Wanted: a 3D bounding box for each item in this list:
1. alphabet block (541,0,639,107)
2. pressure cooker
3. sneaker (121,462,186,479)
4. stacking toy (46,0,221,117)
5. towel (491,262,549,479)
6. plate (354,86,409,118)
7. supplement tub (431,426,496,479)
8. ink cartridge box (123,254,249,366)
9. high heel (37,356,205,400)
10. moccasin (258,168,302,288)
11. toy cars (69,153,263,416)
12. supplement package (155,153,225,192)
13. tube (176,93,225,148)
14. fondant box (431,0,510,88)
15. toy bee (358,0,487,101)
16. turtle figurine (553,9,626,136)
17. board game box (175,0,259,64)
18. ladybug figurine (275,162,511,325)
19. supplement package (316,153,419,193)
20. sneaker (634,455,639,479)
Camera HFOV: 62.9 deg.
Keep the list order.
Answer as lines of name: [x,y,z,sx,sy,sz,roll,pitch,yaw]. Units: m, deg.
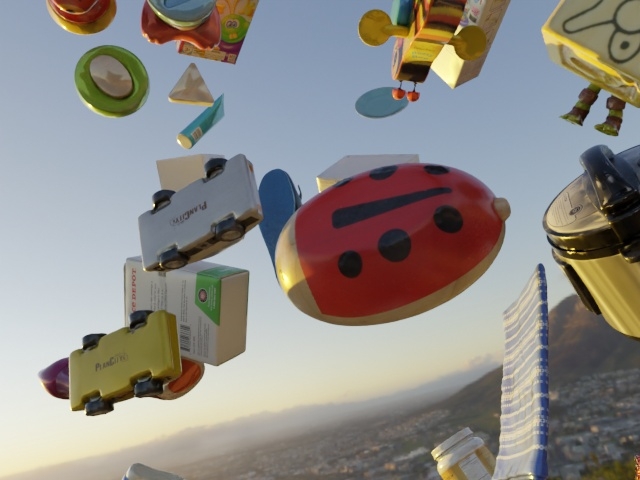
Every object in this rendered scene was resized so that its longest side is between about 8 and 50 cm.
alphabet block: [0.501,-0.357,0.838,0.197,0.192,0.193,-56,-23,18]
pressure cooker: [0.725,-0.029,1.180,0.375,0.420,0.370,-43,12,-12]
sneaker: [-0.325,0.504,1.030,0.152,0.058,0.085,32,-83,-22]
stacking toy: [-0.322,-0.378,0.931,0.308,0.280,0.130,-8,-3,-16]
towel: [0.337,0.238,0.886,0.040,0.336,0.243,7,-26,9]
plate: [0.210,-0.461,1.776,0.188,0.188,0.024,-14,-45,2]
supplement tub: [0.391,0.599,1.334,0.144,0.200,0.144,-25,-31,-16]
ink cartridge box: [-0.325,0.154,1.257,0.289,0.211,0.121,10,12,26]
high heel: [-0.460,0.310,1.254,0.181,0.127,0.377,3,-9,35]
moccasin: [-0.086,-0.014,1.372,0.137,0.342,0.117,-14,-12,25]
toy cars: [-0.187,0.067,0.667,0.087,0.176,0.394,22,-83,-55]
supplement package: [-0.361,-0.175,1.522,0.133,0.139,0.244,-8,8,5]
tube: [-0.338,-0.347,1.535,0.052,0.207,0.080,27,-38,9]
fondant box: [0.307,-0.556,1.202,0.096,0.238,0.330,-29,-24,-18]
toy bee: [0.169,-0.315,0.851,0.195,0.162,0.298,6,2,14]
turtle figurine: [0.545,-0.323,0.995,0.087,0.269,0.217,-12,-55,-62]
board game box: [-0.222,-0.550,1.137,0.142,0.144,0.275,1,-36,-31]
ladybug figurine: [0.107,-0.012,0.942,0.449,0.305,0.162,-19,-36,17]
supplement package: [0.124,-0.078,1.205,0.194,0.203,0.149,5,30,33]
sneaker: [0.620,0.421,0.926,0.092,0.088,0.225,-1,-16,24]
